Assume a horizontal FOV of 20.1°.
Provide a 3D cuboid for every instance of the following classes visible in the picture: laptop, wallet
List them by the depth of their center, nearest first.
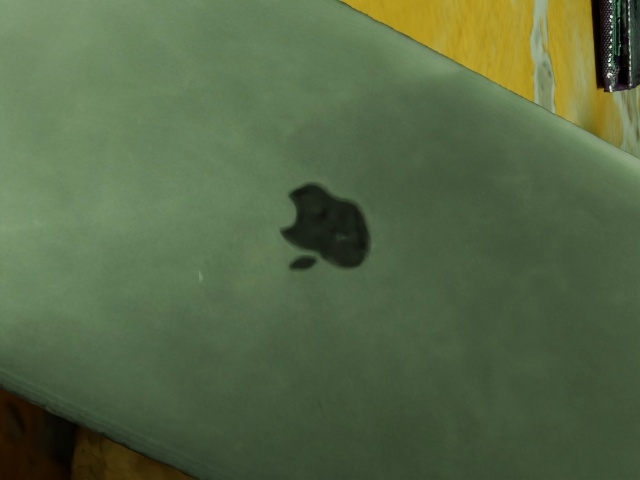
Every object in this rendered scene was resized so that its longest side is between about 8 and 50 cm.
[{"bbox_3d":[0.000,0.000,0.518,0.015,0.269,0.187,-52,-164,46],"label":"laptop"},{"bbox_3d":[0.242,-0.204,1.469,0.111,0.030,0.166,-28,115,-73],"label":"wallet"}]

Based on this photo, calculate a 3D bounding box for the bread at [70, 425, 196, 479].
[{"bbox_3d":[0.042,0.139,0.653,0.344,0.149,0.195,47,29,-42],"label":"bread"}]
